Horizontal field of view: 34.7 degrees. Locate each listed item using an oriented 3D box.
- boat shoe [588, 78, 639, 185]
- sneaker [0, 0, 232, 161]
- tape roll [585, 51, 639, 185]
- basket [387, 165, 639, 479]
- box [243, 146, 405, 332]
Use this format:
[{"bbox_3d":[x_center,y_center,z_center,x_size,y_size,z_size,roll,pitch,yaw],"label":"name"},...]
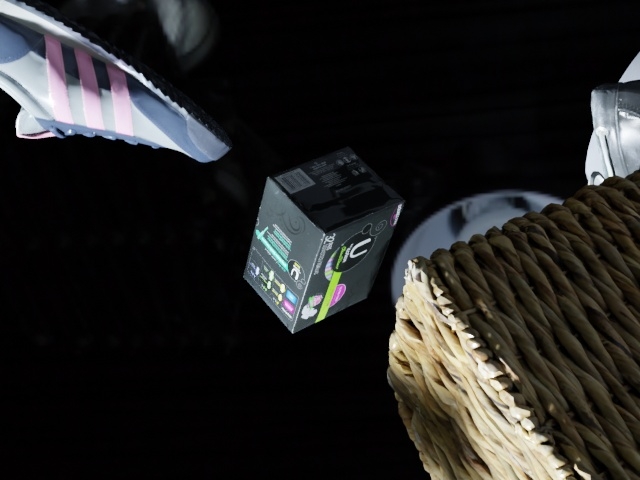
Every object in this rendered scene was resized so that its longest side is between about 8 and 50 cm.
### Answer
[{"bbox_3d":[0.316,-0.032,1.013,0.306,0.105,0.113,64,-146,-48],"label":"boat shoe"},{"bbox_3d":[-0.251,-0.148,1.088,0.131,0.319,0.112,-56,18,9],"label":"sneaker"},{"bbox_3d":[0.395,-0.140,1.162,0.219,0.072,0.219,-38,-32,-29],"label":"tape roll"},{"bbox_3d":[0.210,0.134,0.696,0.299,0.223,0.213,56,158,33],"label":"basket"},{"bbox_3d":[0.000,0.000,0.583,0.062,0.052,0.083,-23,-33,-34],"label":"box"}]
